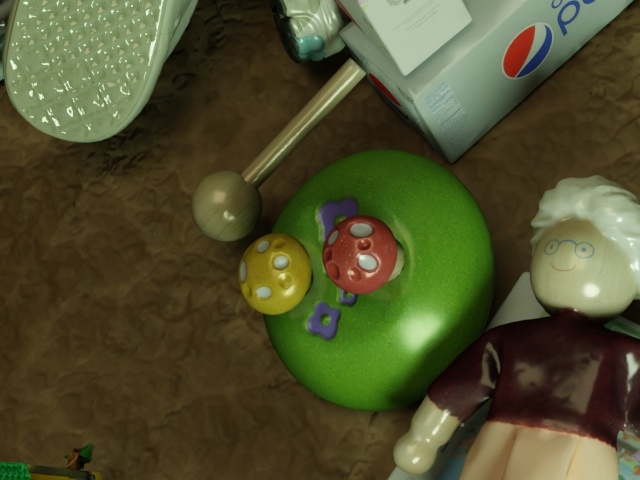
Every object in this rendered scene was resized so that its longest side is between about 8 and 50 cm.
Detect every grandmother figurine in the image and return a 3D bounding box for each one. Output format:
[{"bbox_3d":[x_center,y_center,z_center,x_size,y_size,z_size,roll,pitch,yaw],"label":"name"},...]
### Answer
[{"bbox_3d":[0.143,0.120,0.971,0.208,0.104,0.342,9,70,18],"label":"grandmother figurine"}]

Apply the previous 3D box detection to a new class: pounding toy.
[{"bbox_3d":[0.000,0.000,1.081,0.183,0.110,0.237,-44,61,18],"label":"pounding toy"}]

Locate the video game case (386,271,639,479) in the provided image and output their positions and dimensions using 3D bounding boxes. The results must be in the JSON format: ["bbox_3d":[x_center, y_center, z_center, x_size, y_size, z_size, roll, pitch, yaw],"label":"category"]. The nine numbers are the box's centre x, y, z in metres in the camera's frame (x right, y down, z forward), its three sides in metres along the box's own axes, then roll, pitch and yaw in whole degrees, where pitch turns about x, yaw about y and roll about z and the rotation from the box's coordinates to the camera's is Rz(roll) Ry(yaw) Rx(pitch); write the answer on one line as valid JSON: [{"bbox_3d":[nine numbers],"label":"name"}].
[{"bbox_3d":[0.168,0.141,1.021,0.212,0.023,0.193,27,77,32],"label":"video game case"}]

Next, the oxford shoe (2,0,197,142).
[{"bbox_3d":[-0.125,-0.289,1.213,0.169,0.130,0.449,23,110,-4],"label":"oxford shoe"}]

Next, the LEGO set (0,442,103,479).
[{"bbox_3d":[-0.088,0.287,0.989,0.255,0.192,0.331,-16,68,39],"label":"LEGO set"}]

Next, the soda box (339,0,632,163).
[{"bbox_3d":[0.158,-0.197,1.165,0.286,0.091,0.098,-41,54,-1],"label":"soda box"}]

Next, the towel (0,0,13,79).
[{"bbox_3d":[-0.285,-0.304,1.421,0.374,0.090,0.320,-32,53,4],"label":"towel"}]

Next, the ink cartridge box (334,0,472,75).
[{"bbox_3d":[0.017,-0.213,1.059,0.067,0.198,0.115,-39,52,0],"label":"ink cartridge box"}]

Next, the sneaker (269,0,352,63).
[{"bbox_3d":[0.003,-0.263,1.280,0.122,0.110,0.283,-12,59,-5],"label":"sneaker"}]
